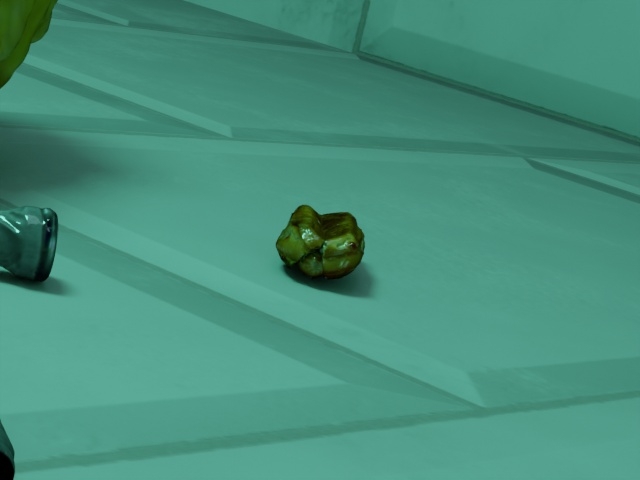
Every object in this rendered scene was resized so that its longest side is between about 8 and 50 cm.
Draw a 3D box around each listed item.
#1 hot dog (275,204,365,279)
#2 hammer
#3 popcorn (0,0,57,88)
[{"bbox_3d":[0.000,0.002,1.395,0.062,0.038,0.144,10,9,-2],"label":"hot dog"},{"bbox_3d":[-0.180,0.038,0.976,0.152,0.044,0.427,9,12,-18],"label":"hammer"},{"bbox_3d":[-0.358,-0.252,1.435,0.354,0.344,0.390,23,12,10],"label":"popcorn"}]
